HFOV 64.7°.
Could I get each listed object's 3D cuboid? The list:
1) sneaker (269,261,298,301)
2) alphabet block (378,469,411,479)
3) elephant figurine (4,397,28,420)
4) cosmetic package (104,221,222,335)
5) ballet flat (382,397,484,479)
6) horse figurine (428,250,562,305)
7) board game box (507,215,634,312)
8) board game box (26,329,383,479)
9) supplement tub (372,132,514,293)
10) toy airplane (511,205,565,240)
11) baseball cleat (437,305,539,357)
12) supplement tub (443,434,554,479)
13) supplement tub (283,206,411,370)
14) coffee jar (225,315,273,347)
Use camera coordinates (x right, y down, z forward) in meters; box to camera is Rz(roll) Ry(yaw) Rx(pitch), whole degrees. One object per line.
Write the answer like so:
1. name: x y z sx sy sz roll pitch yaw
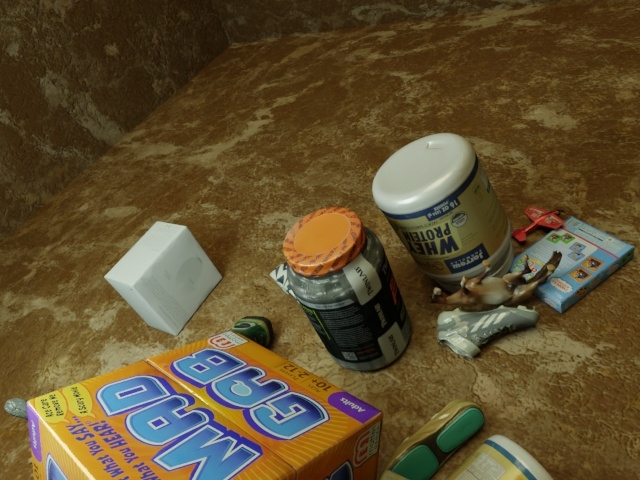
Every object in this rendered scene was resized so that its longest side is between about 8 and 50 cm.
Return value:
1. sneaker: -0.019 0.095 1.321 0.153 0.094 0.235 -45 32 -10
2. alphabet block: 0.116 0.426 0.610 0.192 0.197 0.193 21 82 15
3. elephant figurine: -0.546 0.433 1.117 0.186 0.239 0.169 -28 39 -3
4. cosmetic package: -0.438 0.106 1.435 0.138 0.224 0.225 8 50 34
5. ballet flat: 0.198 0.375 0.926 0.232 0.080 0.073 -32 11 -12
6. horse figurine: 0.367 0.089 1.042 0.263 0.174 0.066 -9 60 -4
7. board game box: 0.542 0.047 1.113 0.211 0.039 0.160 -33 39 -10
8. board game box: -0.166 0.399 0.751 0.356 0.356 0.356 17 20 40
9. supplement tub: 0.281 -0.052 1.121 0.228 0.316 0.228 -27 33 19
10. toy airplane: 0.519 -0.039 1.220 0.151 0.028 0.151 -22 20 8
11. baseball cleat: 0.347 0.192 1.050 0.206 0.072 0.109 -8 56 28
12. supplement tub: 0.254 0.417 0.774 0.199 0.144 0.144 -37 40 -13
13. supplement tub: 0.058 0.106 1.074 0.207 0.338 0.207 -15 41 13
14. coffee jar: -0.189 0.246 1.209 0.096 0.079 0.184 -2 16 24
